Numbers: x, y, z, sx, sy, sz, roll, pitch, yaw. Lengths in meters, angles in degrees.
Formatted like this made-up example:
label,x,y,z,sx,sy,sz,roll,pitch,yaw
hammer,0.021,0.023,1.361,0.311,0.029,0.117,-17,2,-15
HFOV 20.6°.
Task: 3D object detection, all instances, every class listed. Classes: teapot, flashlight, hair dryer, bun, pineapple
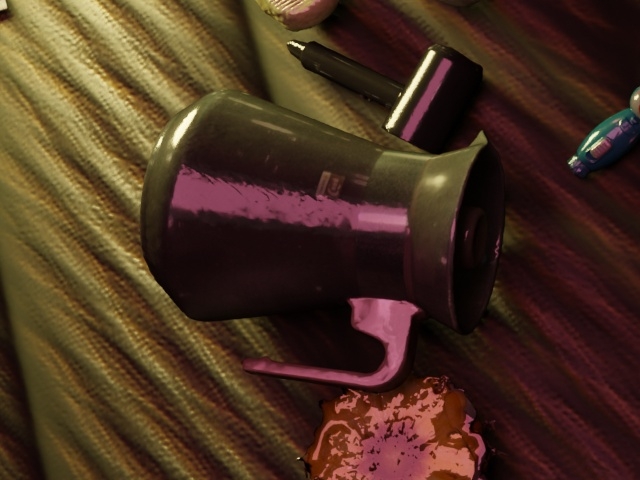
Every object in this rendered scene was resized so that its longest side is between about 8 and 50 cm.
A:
label,x,y,z,sx,sy,sz,roll,pitch,yaw
teapot,0.000,0.000,1.849,0.344,0.253,0.300,7,79,21
flashlight,0.316,-0.113,1.847,0.129,0.051,0.051,-42,64,16
hair dryer,0.063,-0.190,1.978,0.248,0.070,0.114,31,91,36
bun,-0.020,-0.294,2.029,0.115,0.069,0.115,-5,76,23
pineapple,0.086,0.233,1.839,0.225,0.076,0.225,-6,74,21

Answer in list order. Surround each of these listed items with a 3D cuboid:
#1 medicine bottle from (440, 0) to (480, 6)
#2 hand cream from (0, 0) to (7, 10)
label,x,y,z,sx,sy,sz,roll,pitch,yaw
medicine bottle,0.095,-0.369,1.963,0.250,0.131,0.131,37,93,28
hand cream,-0.487,-0.391,2.267,0.133,0.083,0.248,-19,79,21
